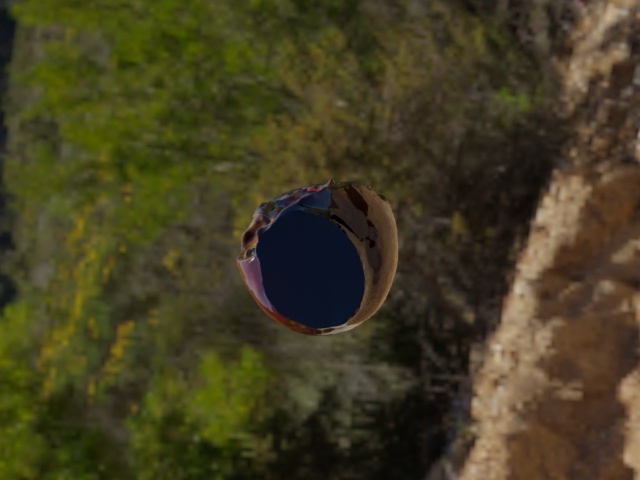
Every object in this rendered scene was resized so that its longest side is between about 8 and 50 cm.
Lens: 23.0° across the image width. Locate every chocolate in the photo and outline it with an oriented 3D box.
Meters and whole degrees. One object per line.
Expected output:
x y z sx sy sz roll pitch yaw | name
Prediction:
0.000 0.000 1.177 0.133 0.124 0.127 -60 -23 -61 | chocolate
